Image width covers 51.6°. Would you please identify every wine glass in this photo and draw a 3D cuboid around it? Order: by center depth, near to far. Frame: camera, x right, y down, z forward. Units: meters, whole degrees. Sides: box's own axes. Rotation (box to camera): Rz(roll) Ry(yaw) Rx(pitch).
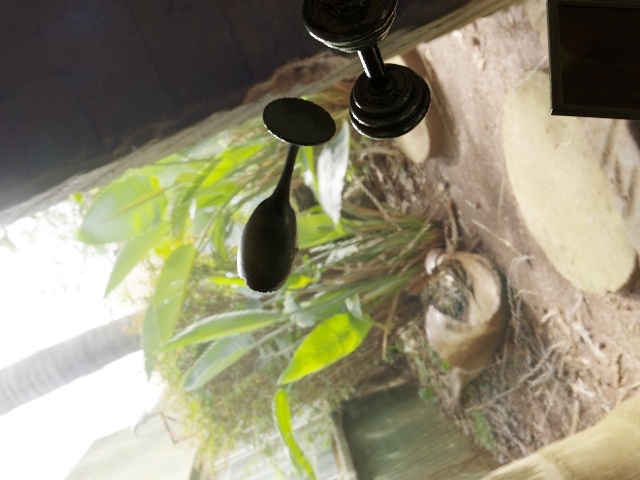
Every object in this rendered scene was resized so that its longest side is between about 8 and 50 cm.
[{"bbox_3d":[0.000,0.000,0.927,0.264,0.096,0.310,40,138,21],"label":"wine glass"}]

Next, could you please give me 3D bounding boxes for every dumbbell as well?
[{"bbox_3d":[0.097,-0.349,1.265,0.179,0.179,0.406,64,-175,33],"label":"dumbbell"}]

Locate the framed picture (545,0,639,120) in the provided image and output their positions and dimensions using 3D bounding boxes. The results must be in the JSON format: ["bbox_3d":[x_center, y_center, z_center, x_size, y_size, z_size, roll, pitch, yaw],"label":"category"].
[{"bbox_3d":[0.497,-0.315,1.128,0.020,0.211,0.290,84,-166,-56],"label":"framed picture"}]
